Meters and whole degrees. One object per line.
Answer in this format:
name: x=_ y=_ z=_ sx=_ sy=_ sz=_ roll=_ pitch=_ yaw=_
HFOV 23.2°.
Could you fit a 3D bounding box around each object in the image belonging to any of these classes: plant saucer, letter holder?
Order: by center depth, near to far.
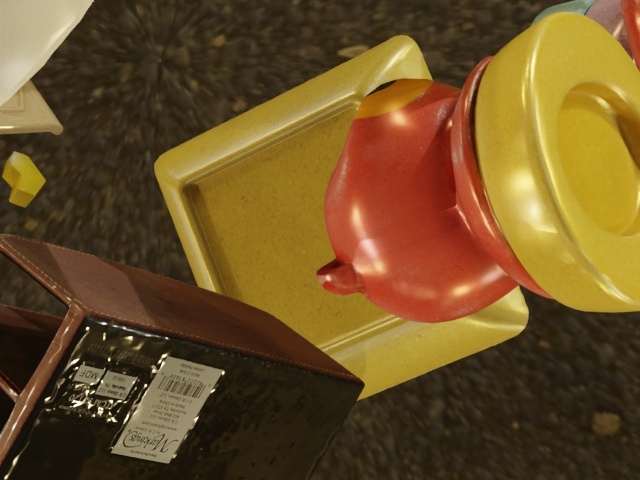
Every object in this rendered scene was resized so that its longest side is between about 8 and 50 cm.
letter holder: x=-0.156 y=0.091 z=1.136 sx=0.302 sy=0.214 sz=0.152 roll=20 pitch=103 yaw=-51
plant saucer: x=0.000 y=0.000 z=1.604 sx=0.333 sy=0.081 sz=0.332 roll=-25 pitch=82 yaw=20

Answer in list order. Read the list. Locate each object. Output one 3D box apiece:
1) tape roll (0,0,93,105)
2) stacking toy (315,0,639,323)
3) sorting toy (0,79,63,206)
tape roll: x=-0.192 y=-0.164 z=0.631 sx=0.286 sy=0.286 sz=0.100 roll=-51 pitch=136 yaw=1
stacking toy: x=0.091 y=-0.108 z=0.718 sx=0.130 sy=0.309 sz=0.279 roll=-19 pitch=90 yaw=35
sorting toy: x=-0.361 y=-0.156 z=1.576 sx=0.041 sy=0.229 sz=0.307 roll=-49 pitch=66 yaw=27
